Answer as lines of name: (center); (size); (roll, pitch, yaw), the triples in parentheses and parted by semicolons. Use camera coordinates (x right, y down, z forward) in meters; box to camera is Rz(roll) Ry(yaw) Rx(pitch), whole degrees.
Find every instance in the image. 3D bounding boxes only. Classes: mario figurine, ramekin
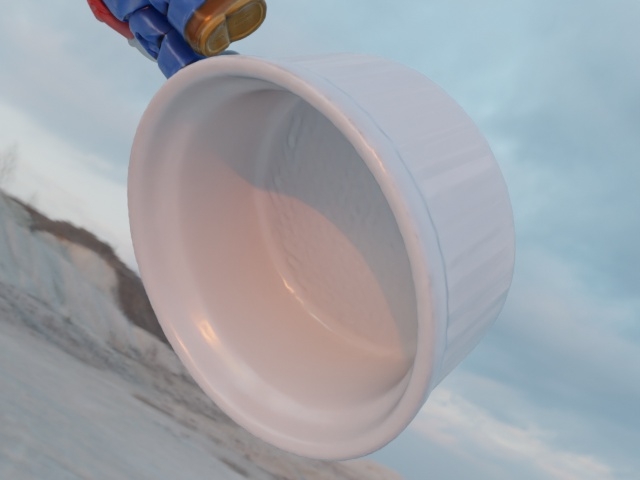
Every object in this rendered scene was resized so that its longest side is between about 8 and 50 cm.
mario figurine: (-0.168, -0.289, 0.788); (0.320, 0.198, 0.170); (47, 19, 13)
ramekin: (0.000, 0.000, 0.583); (0.277, 0.135, 0.277); (19, -60, 37)
